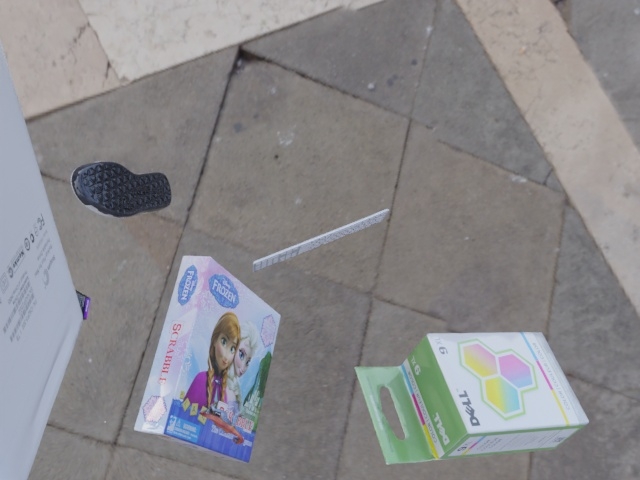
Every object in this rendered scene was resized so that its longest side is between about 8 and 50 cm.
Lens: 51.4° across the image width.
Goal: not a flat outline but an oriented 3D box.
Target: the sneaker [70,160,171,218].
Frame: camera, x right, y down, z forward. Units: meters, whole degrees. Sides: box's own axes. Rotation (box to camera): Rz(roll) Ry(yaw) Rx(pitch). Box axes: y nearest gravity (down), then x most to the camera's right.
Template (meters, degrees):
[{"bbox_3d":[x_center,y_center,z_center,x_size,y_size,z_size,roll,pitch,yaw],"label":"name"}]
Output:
[{"bbox_3d":[-0.325,-0.068,1.038,0.097,0.235,0.084,-8,86,17],"label":"sneaker"}]

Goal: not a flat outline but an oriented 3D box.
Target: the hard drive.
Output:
[{"bbox_3d":[-0.201,-0.035,0.357,0.040,0.203,0.307,-9,116,-4],"label":"hard drive"}]

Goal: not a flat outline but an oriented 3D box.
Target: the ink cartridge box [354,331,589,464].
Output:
[{"bbox_3d":[0.151,0.153,0.662,0.209,0.062,0.109,4,47,-26],"label":"ink cartridge box"}]

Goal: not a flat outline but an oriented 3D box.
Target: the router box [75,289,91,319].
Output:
[{"bbox_3d":[-0.512,0.107,1.141,0.179,0.133,0.046,-11,59,17],"label":"router box"}]

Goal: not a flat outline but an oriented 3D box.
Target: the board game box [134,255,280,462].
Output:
[{"bbox_3d":[-0.196,0.236,1.269,0.066,0.318,0.318,1,66,23],"label":"board game box"}]

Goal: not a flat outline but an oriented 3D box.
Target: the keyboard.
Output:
[{"bbox_3d":[0.000,0.000,1.169,0.256,0.072,0.014,-22,85,-11],"label":"keyboard"}]

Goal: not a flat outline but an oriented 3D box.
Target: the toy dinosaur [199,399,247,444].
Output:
[{"bbox_3d":[-0.164,0.313,1.115,0.082,0.047,0.090,51,24,9],"label":"toy dinosaur"}]
